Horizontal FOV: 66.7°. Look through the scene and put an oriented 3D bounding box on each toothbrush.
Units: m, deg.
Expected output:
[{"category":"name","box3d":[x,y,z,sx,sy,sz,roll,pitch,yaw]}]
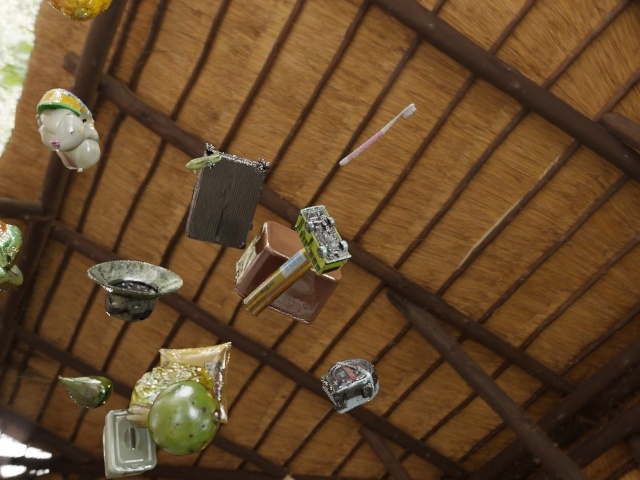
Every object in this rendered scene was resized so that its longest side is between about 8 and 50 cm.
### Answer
[{"category":"toothbrush","box3d":[0.173,-0.318,1.493,0.286,0.020,0.025,-36,-106,19]}]

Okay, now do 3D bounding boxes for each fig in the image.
[{"category":"fig","box3d":[-0.785,0.495,1.614,0.117,0.178,0.117,-162,-90,-71]}]

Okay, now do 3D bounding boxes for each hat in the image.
[{"category":"hat","box3d":[-0.520,0.151,1.345,0.266,0.266,0.128,25,-76,39]}]

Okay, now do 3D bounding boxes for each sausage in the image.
[{"category":"sausage","box3d":[-0.104,0.108,1.594,0.371,0.082,0.082,-42,-118,12]}]

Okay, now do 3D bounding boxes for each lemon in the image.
[{"category":"lemon","box3d":[-0.420,-0.459,0.826,0.142,0.142,0.187,-27,-103,38]}]

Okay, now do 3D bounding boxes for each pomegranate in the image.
[{"category":"pomegranate","box3d":[-0.380,0.459,1.272,0.248,0.202,0.202,1,-90,10]}]

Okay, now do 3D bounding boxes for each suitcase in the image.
[{"category":"suitcase","box3d":[-0.337,-0.152,1.729,0.152,0.230,0.334,-131,-124,-70]}]

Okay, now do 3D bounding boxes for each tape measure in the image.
[{"category":"tape measure","box3d":[0.102,0.469,1.601,0.182,0.181,0.107,-148,-134,-71]}]

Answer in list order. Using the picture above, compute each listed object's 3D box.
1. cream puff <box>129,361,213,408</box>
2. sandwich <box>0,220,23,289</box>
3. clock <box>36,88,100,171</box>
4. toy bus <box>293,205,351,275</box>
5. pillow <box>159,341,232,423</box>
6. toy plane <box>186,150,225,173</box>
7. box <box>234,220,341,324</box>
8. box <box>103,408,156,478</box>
[{"category":"cream puff","box3d":[-0.507,0.547,1.674,0.282,0.282,0.185,13,-69,41]},{"category":"sandwich","box3d":[-0.972,0.006,1.438,0.301,0.162,0.250,55,-21,-3]},{"category":"clock","box3d":[-0.584,-0.248,1.136,0.103,0.231,0.144,-6,-108,0]},{"category":"toy bus","box3d":[0.000,0.000,1.343,0.175,0.088,0.101,63,-32,22]},{"category":"pillow","box3d":[-0.509,0.570,1.941,0.313,0.119,0.310,-4,-114,6]},{"category":"toy plane","box3d":[-0.326,-0.220,1.374,0.111,0.102,0.040,-21,-90,6]},{"category":"box","box3d":[-0.117,0.115,1.814,0.229,0.340,0.239,-56,-158,25]},{"category":"box","box3d":[-0.519,0.549,1.305,0.093,0.124,0.172,-51,-136,34]}]
